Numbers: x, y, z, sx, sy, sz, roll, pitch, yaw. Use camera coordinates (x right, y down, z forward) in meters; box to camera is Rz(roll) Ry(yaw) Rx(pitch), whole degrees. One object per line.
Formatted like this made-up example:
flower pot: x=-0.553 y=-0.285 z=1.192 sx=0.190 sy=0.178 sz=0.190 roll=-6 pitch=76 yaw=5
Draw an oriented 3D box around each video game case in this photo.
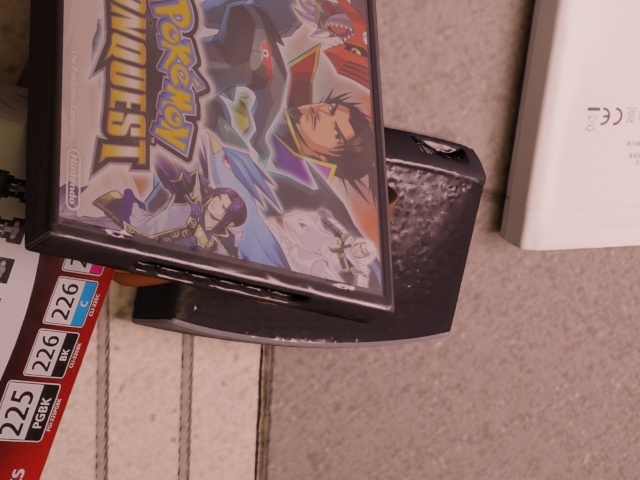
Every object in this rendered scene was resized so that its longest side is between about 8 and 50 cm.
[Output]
video game case: x=-0.062 y=-0.102 z=0.922 sx=0.248 sy=0.035 sz=0.275 roll=14 pitch=63 yaw=-37

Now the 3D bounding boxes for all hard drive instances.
hard drive: x=0.000 y=0.000 z=1.088 sx=0.254 sy=0.054 sz=0.172 roll=4 pitch=106 yaw=-29
hard drive: x=0.270 y=-0.169 z=1.173 sx=0.233 sy=0.047 sz=0.353 roll=-2 pitch=110 yaw=-27

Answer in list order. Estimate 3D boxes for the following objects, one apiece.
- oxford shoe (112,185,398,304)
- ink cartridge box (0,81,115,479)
oxford shoe: x=-0.046 y=0.013 z=0.997 sx=0.212 sy=0.076 sz=0.076 roll=-7 pitch=120 yaw=-24
ink cartridge box: x=-0.283 y=0.047 z=0.882 sx=0.272 sy=0.130 sz=0.309 roll=12 pitch=103 yaw=-43
